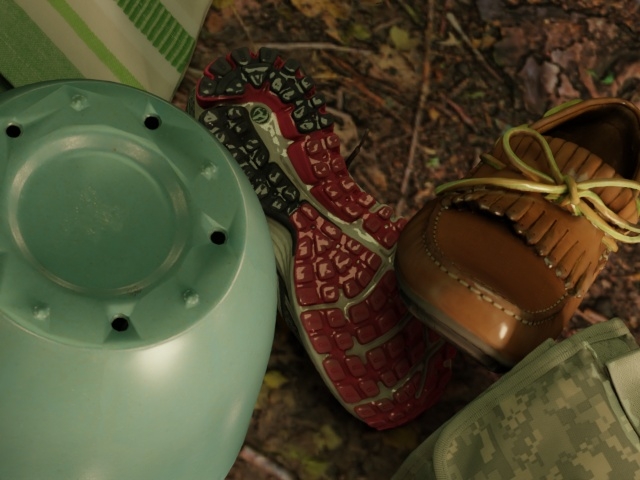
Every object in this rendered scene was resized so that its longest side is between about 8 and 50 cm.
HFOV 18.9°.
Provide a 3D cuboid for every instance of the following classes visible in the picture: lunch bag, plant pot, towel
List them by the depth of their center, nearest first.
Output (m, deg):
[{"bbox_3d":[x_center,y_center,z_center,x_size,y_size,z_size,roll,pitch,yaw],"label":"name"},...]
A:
[{"bbox_3d":[-0.160,0.034,1.226,0.293,0.235,0.293,7,62,-13],"label":"plant pot"},{"bbox_3d":[0.174,0.205,1.255,0.169,0.287,0.235,-21,72,-25],"label":"lunch bag"},{"bbox_3d":[-0.164,-0.224,1.441,0.248,0.038,0.325,50,49,-40],"label":"towel"}]

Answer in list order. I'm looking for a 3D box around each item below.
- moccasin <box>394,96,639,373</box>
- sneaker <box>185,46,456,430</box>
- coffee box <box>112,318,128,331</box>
[{"bbox_3d":[0.161,-0.018,1.354,0.139,0.147,0.380,40,28,11],"label":"moccasin"},{"bbox_3d":[0.000,0.000,1.421,0.121,0.112,0.299,-26,86,-20],"label":"sneaker"},{"bbox_3d":[-0.168,0.084,1.359,0.184,0.040,0.113,2,63,-16],"label":"coffee box"}]
